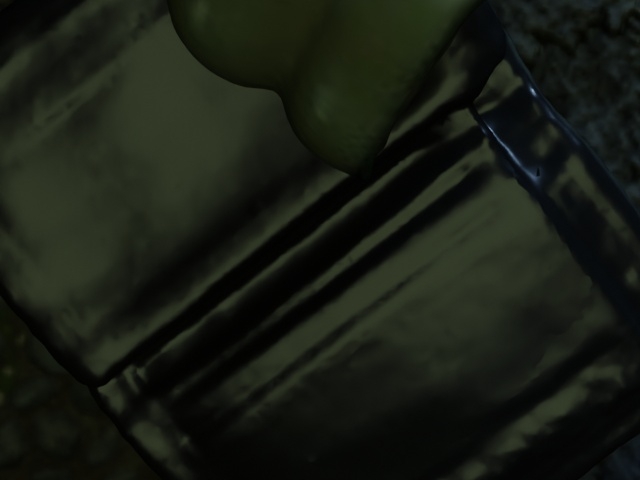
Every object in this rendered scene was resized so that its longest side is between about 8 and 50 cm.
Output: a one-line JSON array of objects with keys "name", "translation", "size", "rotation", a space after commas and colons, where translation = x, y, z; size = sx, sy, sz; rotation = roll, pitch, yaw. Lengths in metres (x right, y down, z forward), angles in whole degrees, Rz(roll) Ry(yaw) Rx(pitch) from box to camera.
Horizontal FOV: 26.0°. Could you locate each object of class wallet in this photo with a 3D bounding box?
[{"name": "wallet", "translation": [0.000, 0.000, 0.601], "size": [0.247, 0.041, 0.323], "rotation": [-39, 101, 7]}]

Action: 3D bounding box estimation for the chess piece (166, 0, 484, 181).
[{"name": "chess piece", "translation": [-0.072, -0.185, 0.472], "size": [0.330, 0.182, 0.182], "rotation": [34, 101, 0]}]
